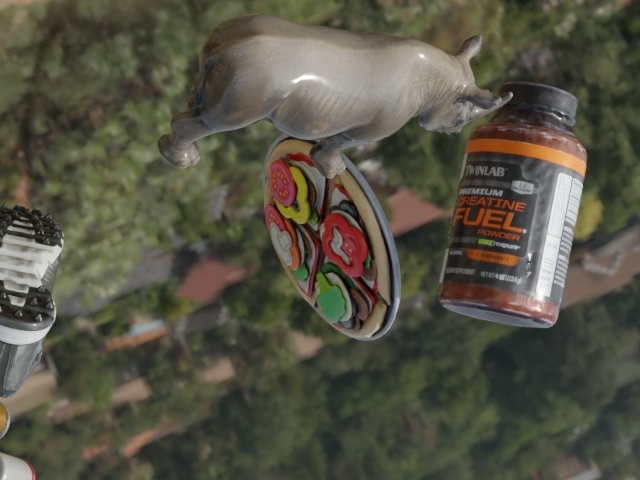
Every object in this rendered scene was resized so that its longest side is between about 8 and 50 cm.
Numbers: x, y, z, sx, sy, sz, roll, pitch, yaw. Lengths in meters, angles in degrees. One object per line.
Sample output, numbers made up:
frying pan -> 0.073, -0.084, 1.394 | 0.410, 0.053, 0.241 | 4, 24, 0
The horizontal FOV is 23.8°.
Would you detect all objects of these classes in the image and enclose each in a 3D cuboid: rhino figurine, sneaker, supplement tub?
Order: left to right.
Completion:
sneaker -> -0.263, 0.051, 1.271 | 0.078, 0.234, 0.106 | 13, 113, -15
rhino figurine -> 0.022, -0.094, 0.971 | 0.243, 0.073, 0.106 | 0, 148, -27
supplement tub -> 0.166, -0.031, 1.286 | 0.106, 0.197, 0.106 | 11, 173, 1

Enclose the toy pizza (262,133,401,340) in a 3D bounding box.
toy pizza -> 0.000, 0.000, 1.354 | 0.032, 0.201, 0.201 | -25, 169, -28

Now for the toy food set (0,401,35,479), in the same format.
toy food set -> -0.328, 0.258, 1.375 | 0.232, 0.111, 0.104 | -59, 153, -4
